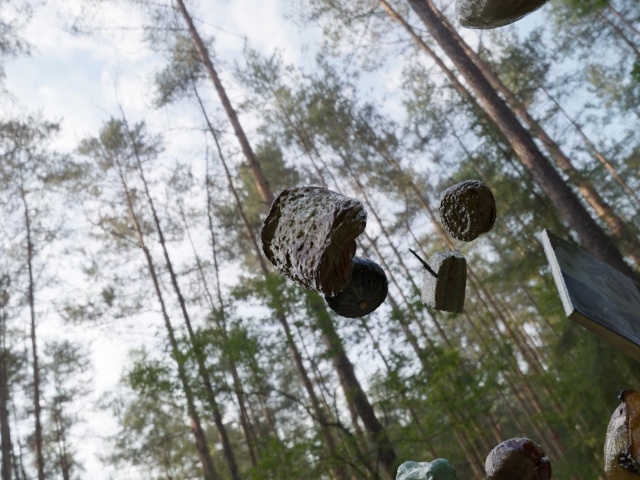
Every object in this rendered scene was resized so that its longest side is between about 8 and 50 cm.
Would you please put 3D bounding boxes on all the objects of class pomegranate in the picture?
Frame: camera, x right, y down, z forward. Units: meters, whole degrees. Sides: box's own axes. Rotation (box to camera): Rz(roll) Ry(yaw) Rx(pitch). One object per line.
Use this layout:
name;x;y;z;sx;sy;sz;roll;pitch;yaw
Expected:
pomegranate;0.874;0.554;1.617;0.322;0.322;0.322;-17;-37;-13

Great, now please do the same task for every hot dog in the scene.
hot dog;0.001;0.001;1.058;0.114;0.259;0.175;23;-89;-32

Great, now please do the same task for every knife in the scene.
knife;0.286;0.063;1.753;0.170;0.023;0.010;41;-113;-39

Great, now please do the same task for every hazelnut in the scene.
hazelnut;0.437;0.510;1.387;0.143;0.154;0.143;3;-12;1

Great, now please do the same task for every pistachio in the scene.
pistachio;0.307;-0.435;1.073;0.153;0.238;0.138;36;-99;-15

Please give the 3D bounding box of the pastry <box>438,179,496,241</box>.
pastry;0.250;-0.051;1.073;0.057;0.097;0.109;-22;-36;-28

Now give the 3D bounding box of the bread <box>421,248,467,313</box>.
bread;0.399;0.129;2.036;0.102;0.138;0.196;6;-83;-16

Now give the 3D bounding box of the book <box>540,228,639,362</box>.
book;0.699;0.139;1.563;0.300;0.428;0.039;30;-63;-6

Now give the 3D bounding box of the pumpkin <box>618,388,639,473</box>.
pumpkin;0.674;0.336;1.060;0.303;0.256;0.225;-34;-51;11

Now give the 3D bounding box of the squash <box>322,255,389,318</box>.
squash;0.109;0.148;2.016;0.218;0.172;0.218;-17;-34;-12

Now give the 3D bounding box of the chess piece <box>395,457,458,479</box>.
chess piece;0.245;0.489;1.086;0.175;0.298;0.176;-30;-39;-28
